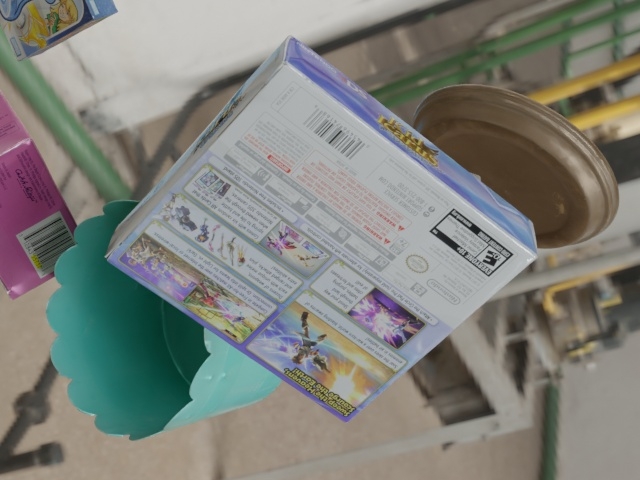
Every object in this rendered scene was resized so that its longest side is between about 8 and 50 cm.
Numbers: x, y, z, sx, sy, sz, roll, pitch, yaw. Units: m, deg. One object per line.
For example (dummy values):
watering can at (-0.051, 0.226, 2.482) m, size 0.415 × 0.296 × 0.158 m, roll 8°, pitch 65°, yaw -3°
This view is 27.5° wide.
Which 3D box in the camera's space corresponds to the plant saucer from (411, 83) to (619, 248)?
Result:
plant saucer at (0.230, -0.080, 1.606) m, size 0.041 × 0.278 × 0.278 m, roll -57°, pitch 130°, yaw -26°

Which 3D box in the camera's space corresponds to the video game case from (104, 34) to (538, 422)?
video game case at (0.000, 0.000, 1.099) m, size 0.269 × 0.244 × 0.061 m, roll 36°, pitch 28°, yaw -18°

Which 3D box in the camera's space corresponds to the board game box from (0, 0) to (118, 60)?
board game box at (-0.288, -0.290, 1.272) m, size 0.035 × 0.136 × 0.201 m, roll -32°, pitch 101°, yaw -46°

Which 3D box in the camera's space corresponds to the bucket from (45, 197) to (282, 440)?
bucket at (-0.170, 0.089, 1.549) m, size 0.183 × 0.281 × 0.281 m, roll 1°, pitch 73°, yaw -52°

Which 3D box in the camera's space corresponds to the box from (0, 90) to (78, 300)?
box at (-0.410, -0.090, 1.613) m, size 0.243 × 0.117 × 0.213 m, roll 49°, pitch -16°, yaw 40°
